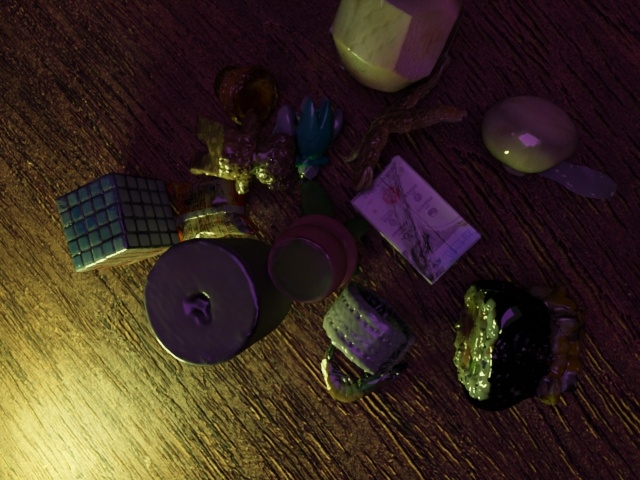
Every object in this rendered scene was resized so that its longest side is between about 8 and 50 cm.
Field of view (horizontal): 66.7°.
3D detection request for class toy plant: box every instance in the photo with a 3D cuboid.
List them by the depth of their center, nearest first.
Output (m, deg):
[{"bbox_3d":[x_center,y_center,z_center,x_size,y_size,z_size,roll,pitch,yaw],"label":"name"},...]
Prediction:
[{"bbox_3d":[-0.005,0.003,1.295,0.210,0.356,0.317,-24,97,30],"label":"toy plant"}]

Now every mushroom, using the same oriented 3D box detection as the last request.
[{"bbox_3d":[0.544,-0.265,1.283,0.246,0.246,0.202,14,135,11],"label":"mushroom"}]

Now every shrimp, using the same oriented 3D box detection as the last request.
[{"bbox_3d":[0.121,0.364,1.452,0.261,0.051,0.198,-26,85,14],"label":"shrimp"}]

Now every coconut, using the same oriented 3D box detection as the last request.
[{"bbox_3d":[0.202,-0.590,1.276,0.352,0.352,0.353,0,91,12],"label":"coconut"}]

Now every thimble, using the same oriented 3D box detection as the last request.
[{"bbox_3d":[0.132,0.246,1.357,0.245,0.217,0.157,43,103,35],"label":"thimble"}]

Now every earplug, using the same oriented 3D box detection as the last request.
[{"bbox_3d":[-0.236,0.144,1.343,0.312,0.394,0.313,1,92,17],"label":"earplug"}]

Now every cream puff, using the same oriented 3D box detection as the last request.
[{"bbox_3d":[-0.241,-0.458,1.471,0.169,0.183,0.183,38,99,34],"label":"cream puff"}]

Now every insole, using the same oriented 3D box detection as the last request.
[{"bbox_3d":[0.690,-0.180,1.343,0.247,0.011,0.081,27,94,11],"label":"insole"}]

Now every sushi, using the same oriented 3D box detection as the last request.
[{"bbox_3d":[0.514,0.266,1.237,0.285,0.328,0.329,8,91,1],"label":"sushi"}]

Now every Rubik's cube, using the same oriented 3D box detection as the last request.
[{"bbox_3d":[-0.611,-0.055,1.487,0.237,0.238,0.237,-20,84,21],"label":"Rubik's cube"}]

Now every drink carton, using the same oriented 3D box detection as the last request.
[{"bbox_3d":[0.263,-0.060,1.373,0.194,0.132,0.324,-45,84,8],"label":"drink carton"}]

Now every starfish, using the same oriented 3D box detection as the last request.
[{"bbox_3d":[0.226,-0.324,1.317,0.432,0.324,0.082,-40,118,12],"label":"starfish"}]

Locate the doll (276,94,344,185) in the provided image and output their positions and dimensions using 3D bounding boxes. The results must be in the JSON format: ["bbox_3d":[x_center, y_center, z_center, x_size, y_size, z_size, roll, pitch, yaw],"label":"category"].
[{"bbox_3d":[-0.045,-0.300,1.414,0.258,0.194,0.153,-57,39,16],"label":"doll"}]

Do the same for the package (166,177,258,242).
[{"bbox_3d":[-0.345,-0.100,1.512,0.287,0.108,0.224,-12,87,14],"label":"package"}]

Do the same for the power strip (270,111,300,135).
[{"bbox_3d":[-0.114,-0.308,1.496,0.081,0.035,0.192,30,96,10],"label":"power strip"}]

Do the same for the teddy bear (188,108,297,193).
[{"bbox_3d":[-0.221,-0.255,1.395,0.296,0.222,0.247,25,108,49],"label":"teddy bear"}]
